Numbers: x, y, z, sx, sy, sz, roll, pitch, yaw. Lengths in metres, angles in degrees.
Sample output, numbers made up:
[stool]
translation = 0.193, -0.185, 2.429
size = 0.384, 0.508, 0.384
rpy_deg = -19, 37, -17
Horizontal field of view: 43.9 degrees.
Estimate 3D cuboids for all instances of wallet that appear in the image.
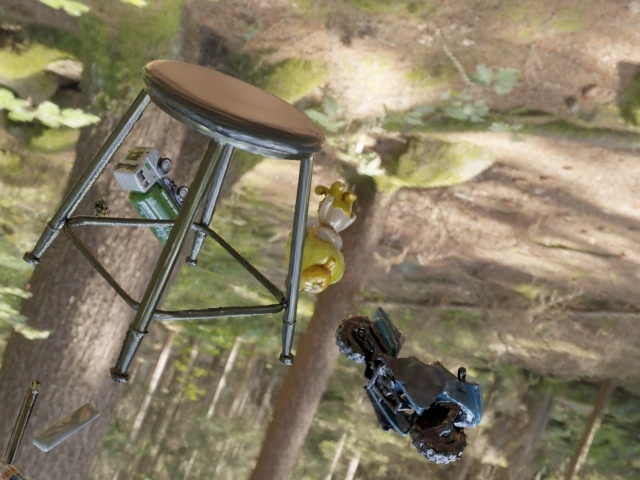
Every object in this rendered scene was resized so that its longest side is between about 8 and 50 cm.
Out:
[wallet]
translation = -0.849, 0.524, 2.256
size = 0.039, 0.243, 0.133
rpy_deg = 17, 178, -16

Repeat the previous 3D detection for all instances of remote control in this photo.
[remote control]
translation = -0.624, 0.456, 1.962
size = 0.050, 0.027, 0.184
rpy_deg = 29, -149, 19

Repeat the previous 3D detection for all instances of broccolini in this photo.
[broccolini]
translation = -0.562, -0.063, 2.050
size = 0.042, 0.044, 0.218
rpy_deg = -22, -158, -13

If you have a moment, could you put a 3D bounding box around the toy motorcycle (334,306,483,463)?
[toy motorcycle]
translation = 0.218, 0.321, 1.840
size = 0.232, 0.172, 0.416
rpy_deg = -19, -126, -35

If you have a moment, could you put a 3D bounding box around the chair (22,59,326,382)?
[chair]
translation = -0.203, -0.051, 1.312
size = 0.362, 0.410, 0.365
rpy_deg = 3, -152, -45

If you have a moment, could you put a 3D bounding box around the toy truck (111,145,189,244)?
[toy truck]
translation = -0.392, -0.105, 1.893
size = 0.101, 0.125, 0.242
rpy_deg = 10, 141, 36

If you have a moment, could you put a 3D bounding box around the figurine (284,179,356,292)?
[figurine]
translation = 0.000, 0.000, 1.619
size = 0.156, 0.246, 0.131
rpy_deg = 39, 155, -31

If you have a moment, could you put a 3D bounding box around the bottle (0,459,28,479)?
[bottle]
translation = -0.829, 0.640, 2.128
size = 0.217, 0.060, 0.060
rpy_deg = 32, -179, 23
